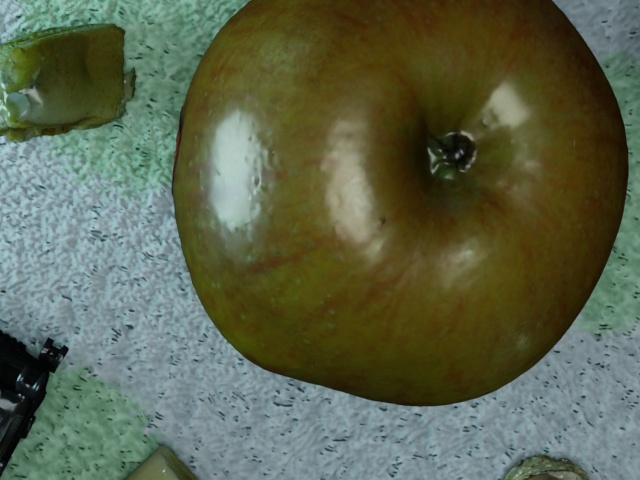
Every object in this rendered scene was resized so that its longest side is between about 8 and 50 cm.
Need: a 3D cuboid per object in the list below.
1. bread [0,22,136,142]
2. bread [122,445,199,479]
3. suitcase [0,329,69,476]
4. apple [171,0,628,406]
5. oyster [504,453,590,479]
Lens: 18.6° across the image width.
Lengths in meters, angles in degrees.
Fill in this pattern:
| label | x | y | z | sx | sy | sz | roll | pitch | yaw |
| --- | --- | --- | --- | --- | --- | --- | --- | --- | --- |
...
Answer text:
| label | x | y | z | sx | sy | sz | roll | pitch | yaw |
| --- | --- | --- | --- | --- | --- | --- | --- | --- | --- |
| bread | -0.249 | -0.143 | 1.762 | 0.156 | 0.110 | 0.103 | -15 | 93 | 3 |
| bread | -0.169 | 0.300 | 1.850 | 0.178 | 0.060 | 0.139 | -43 | 96 | 7 |
| suitcase | -0.411 | 0.199 | 1.794 | 0.229 | 0.152 | 0.335 | 29 | 99 | -2 |
| apple | 0.066 | -0.051 | 1.645 | 0.400 | 0.333 | 0.400 | -1 | 99 | -4 |
| oyster | 0.213 | 0.233 | 1.854 | 0.083 | 0.038 | 0.080 | 36 | 110 | -30 |
